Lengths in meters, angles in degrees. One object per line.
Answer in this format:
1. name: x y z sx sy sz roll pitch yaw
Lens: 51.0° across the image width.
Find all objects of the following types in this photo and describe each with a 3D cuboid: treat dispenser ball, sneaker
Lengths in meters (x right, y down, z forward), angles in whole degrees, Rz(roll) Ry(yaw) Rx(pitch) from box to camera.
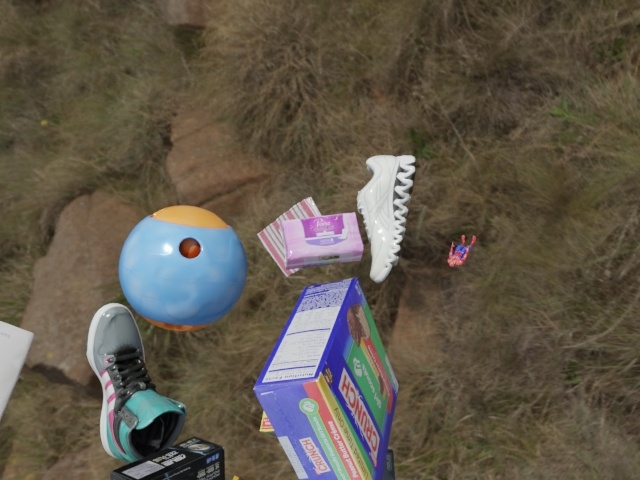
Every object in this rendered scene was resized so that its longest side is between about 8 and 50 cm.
1. treat dispenser ball: -0.312 0.063 1.536 0.288 0.288 0.288 -6 79 32
2. sneaker: 0.133 -0.050 1.462 0.118 0.110 0.292 10 76 5
3. sneaker: -0.322 0.263 1.178 0.178 0.124 0.295 4 103 44

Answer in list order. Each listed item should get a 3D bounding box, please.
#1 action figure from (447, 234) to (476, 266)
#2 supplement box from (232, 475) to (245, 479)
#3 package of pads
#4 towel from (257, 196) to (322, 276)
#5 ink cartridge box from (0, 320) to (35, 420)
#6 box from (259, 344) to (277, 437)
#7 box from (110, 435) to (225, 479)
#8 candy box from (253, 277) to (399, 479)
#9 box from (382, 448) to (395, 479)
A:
1. action figure: 0.285 0.023 1.371 0.038 0.115 0.030 8 124 27
2. supplement box: -0.126 0.708 1.683 0.194 0.191 0.129 -1 57 51
3. package of pads: 0.000 0.000 0.702 0.083 0.032 0.050 -7 61 -9
4. towel: -0.059 -0.006 1.734 0.197 0.029 0.144 -34 89 31
5. ink cartridge box: -0.435 0.255 0.674 0.207 0.119 0.353 -25 44 46
6. box: -0.086 0.378 1.700 0.087 0.058 0.232 -9 55 29
7. box: -0.245 0.426 1.099 0.078 0.180 0.147 5 97 37
8. candy box: 0.028 0.259 1.178 0.122 0.317 0.268 -14 113 22
9. box: 0.093 0.629 1.622 0.059 0.183 0.232 146 125 -62
